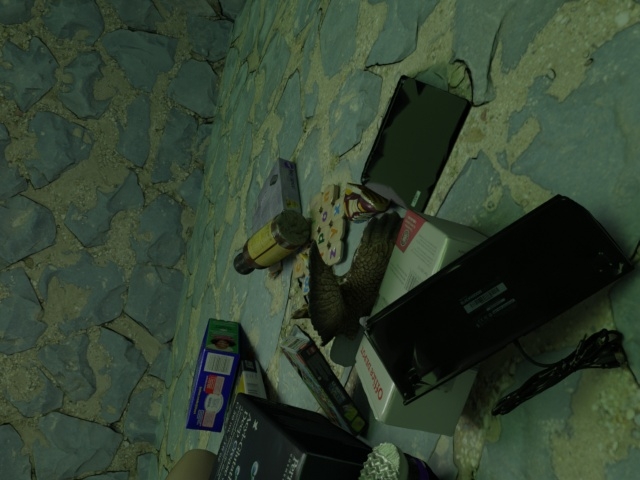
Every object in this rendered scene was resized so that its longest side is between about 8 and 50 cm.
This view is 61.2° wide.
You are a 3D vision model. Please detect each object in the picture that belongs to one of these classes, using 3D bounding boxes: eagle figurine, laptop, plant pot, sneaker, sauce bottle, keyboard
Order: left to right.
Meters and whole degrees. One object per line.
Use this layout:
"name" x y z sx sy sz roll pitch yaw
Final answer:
"plant pot" -0.400 0.797 1.665 0.274 0.257 0.256 -81 18 -54
"sauce bottle" -0.158 0.019 1.571 0.344 0.112 0.111 -30 51 52
"eagle figurine" 0.043 0.094 1.014 0.298 0.225 0.226 133 154 -61
"sneaker" 0.100 -0.071 1.187 0.185 0.070 0.083 -128 46 -68
"sneaker" 0.098 0.461 0.791 0.102 0.146 0.293 7 68 63
"laptop" 0.185 -0.207 1.121 0.264 0.137 0.234 -66 -2 -72
"keyboard" 0.225 0.104 0.659 0.317 0.033 0.201 -36 68 15

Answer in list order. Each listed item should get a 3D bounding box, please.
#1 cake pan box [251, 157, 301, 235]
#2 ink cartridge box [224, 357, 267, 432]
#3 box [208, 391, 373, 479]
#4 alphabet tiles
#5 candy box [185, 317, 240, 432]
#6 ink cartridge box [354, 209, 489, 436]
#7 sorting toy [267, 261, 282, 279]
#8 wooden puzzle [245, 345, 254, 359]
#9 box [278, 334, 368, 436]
"cake pan box" -0.152 -0.090 1.752 0.266 0.070 0.245 -57 28 38
"ink cartridge box" -0.229 0.533 1.544 0.303 0.072 0.307 -147 73 -75
"box" -0.056 0.491 1.008 0.395 0.212 0.293 -3 67 65
"alphabet tiles" 0.000 0.000 1.418 0.278 0.021 0.284 -27 54 60
"candy box" -0.351 0.433 1.793 0.317 0.122 0.268 -136 60 -76
"ink cartridge box" 0.163 0.115 0.827 0.207 0.117 0.282 -116 42 -74
"sorting toy" -0.151 0.085 1.693 0.075 0.045 0.083 120 152 -49
"wooden puzzle" -0.230 0.373 1.758 0.083 0.006 0.049 -42 41 53
"box" 0.004 0.284 1.071 0.036 0.207 0.114 -37 11 -22
